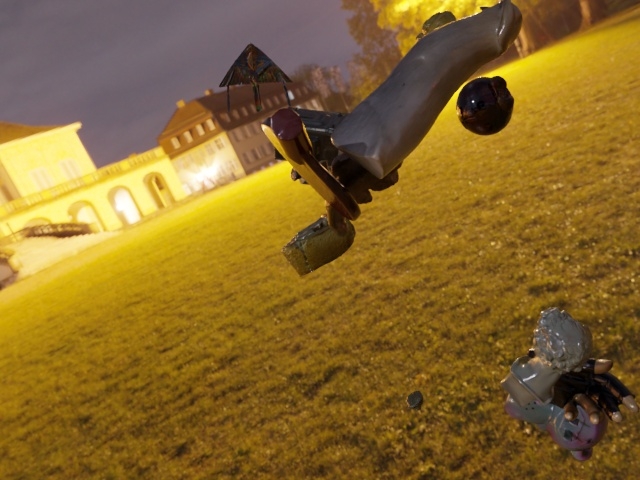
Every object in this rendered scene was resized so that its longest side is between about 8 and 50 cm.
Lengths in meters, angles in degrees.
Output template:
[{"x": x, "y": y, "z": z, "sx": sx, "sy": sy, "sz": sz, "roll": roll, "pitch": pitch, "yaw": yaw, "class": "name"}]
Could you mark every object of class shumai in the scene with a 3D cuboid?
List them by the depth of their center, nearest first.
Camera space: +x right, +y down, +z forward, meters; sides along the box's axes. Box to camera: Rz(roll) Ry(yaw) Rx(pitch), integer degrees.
[{"x": 0.406, "y": 0.683, "z": 2.226, "sx": 0.082, "sy": 0.080, "sz": 0.083, "roll": -17, "pitch": 33, "yaw": 39, "class": "shumai"}]

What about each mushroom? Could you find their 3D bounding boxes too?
[{"x": 0.200, "y": -0.285, "z": 0.967, "sx": 0.397, "sy": 0.126, "sz": 0.177, "roll": -49, "pitch": 29, "yaw": -4, "class": "mushroom"}]

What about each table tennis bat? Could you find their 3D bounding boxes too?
[{"x": -0.027, "y": -0.149, "z": 1.024, "sx": 0.051, "sy": 0.268, "sz": 0.415, "roll": -45, "pitch": -12, "yaw": -1, "class": "table tennis bat"}]

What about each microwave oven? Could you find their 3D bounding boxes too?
[{"x": -0.021, "y": -0.312, "z": 1.569, "sx": 0.204, "sy": 0.129, "sz": 0.163, "roll": 9, "pitch": 36, "yaw": 12, "class": "microwave oven"}]

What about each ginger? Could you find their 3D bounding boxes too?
[{"x": 0.085, "y": -0.158, "z": 1.228, "sx": 0.333, "sy": 0.166, "sz": 0.080, "roll": -47, "pitch": -2, "yaw": 43, "class": "ginger"}]

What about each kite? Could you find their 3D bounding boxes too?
[{"x": -0.157, "y": -0.389, "z": 1.269, "sx": 0.182, "sy": 0.160, "sz": 0.010, "roll": -3, "pitch": 21, "yaw": 6, "class": "kite"}]

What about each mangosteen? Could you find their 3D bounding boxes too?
[{"x": 0.422, "y": -0.342, "z": 1.338, "sx": 0.152, "sy": 0.153, "sz": 0.152, "roll": -25, "pitch": 8, "yaw": 4, "class": "mangosteen"}]

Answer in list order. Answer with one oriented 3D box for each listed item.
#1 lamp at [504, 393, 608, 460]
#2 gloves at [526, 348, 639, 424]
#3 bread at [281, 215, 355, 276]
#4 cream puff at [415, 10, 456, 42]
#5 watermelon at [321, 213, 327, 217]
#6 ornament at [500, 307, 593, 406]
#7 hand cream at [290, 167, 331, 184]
[{"x": 0.759, "y": 0.547, "z": 1.707, "sx": 0.301, "sy": 0.247, "sz": 0.247, "roll": 23, "pitch": 10, "yaw": 26, "class": "lamp"}, {"x": 0.676, "y": 0.375, "z": 1.393, "sx": 0.152, "sy": 0.197, "sz": 0.301, "roll": -11, "pitch": 22, "yaw": -23, "class": "gloves"}, {"x": 0.000, "y": 0.000, "z": 1.734, "sx": 0.257, "sy": 0.124, "sz": 0.186, "roll": -31, "pitch": 17, "yaw": 25, "class": "bread"}, {"x": 0.493, "y": -0.755, "z": 2.077, "sx": 0.185, "sy": 0.281, "sz": 0.282, "roll": -54, "pitch": 8, "yaw": 3, "class": "cream puff"}, {"x": 0.048, "y": -0.069, "z": 1.996, "sx": 0.094, "sy": 0.125, "sz": 0.135, "roll": -27, "pitch": 30, "yaw": -10, "class": "watermelon"}, {"x": 0.504, "y": 0.282, "z": 1.189, "sx": 0.130, "sy": 0.285, "sz": 0.120, "roll": 36, "pitch": 45, "yaw": 29, "class": "ornament"}, {"x": 0.036, "y": -0.199, "z": 1.666, "sx": 0.271, "sy": 0.091, "sz": 0.058, "roll": 0, "pitch": -3, "yaw": -28, "class": "hand cream"}]
